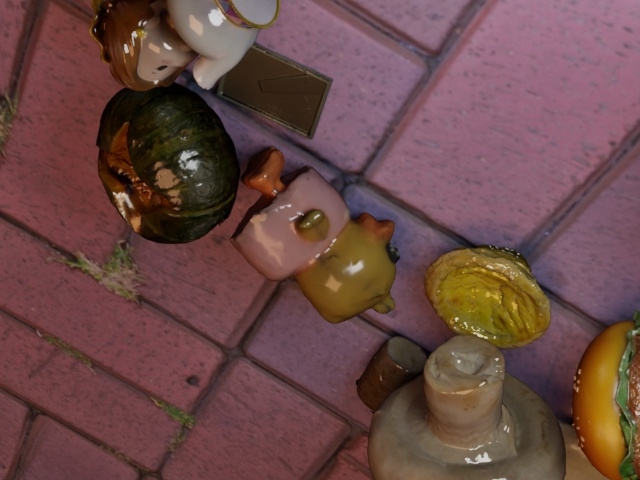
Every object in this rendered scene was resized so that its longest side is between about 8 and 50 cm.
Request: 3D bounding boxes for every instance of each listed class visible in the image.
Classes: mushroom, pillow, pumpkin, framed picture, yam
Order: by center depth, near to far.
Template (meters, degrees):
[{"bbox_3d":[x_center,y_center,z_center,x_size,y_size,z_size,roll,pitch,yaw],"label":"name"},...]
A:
[{"bbox_3d":[-0.064,-0.206,1.596,0.149,0.011,0.109,26,138,3],"label":"framed picture"},{"bbox_3d":[-0.209,-0.108,1.648,0.238,0.159,0.238,36,145,31],"label":"pumpkin"},{"bbox_3d":[0.217,0.257,1.692,0.292,0.292,0.290,14,128,16],"label":"mushroom"},{"bbox_3d":[0.442,0.357,1.832,0.229,0.051,0.128,20,129,8],"label":"pillow"},{"bbox_3d":[0.111,0.208,1.849,0.084,0.084,0.127,29,133,0],"label":"yam"}]

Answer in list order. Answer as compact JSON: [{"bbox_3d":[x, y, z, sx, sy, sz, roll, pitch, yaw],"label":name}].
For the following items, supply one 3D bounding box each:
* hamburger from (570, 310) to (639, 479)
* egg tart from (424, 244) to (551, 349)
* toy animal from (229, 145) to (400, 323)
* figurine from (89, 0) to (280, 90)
[{"bbox_3d":[0.421,0.212,1.580,0.169,0.246,0.246,-2,129,32],"label":"hamburger"},{"bbox_3d":[0.236,0.072,1.654,0.191,0.074,0.191,15,136,14],"label":"egg tart"},{"bbox_3d":[-0.001,0.005,1.653,0.281,0.169,0.195,34,180,-12],"label":"toy animal"},{"bbox_3d":[-0.181,-0.278,1.501,0.263,0.142,0.190,-14,91,38],"label":"figurine"}]
